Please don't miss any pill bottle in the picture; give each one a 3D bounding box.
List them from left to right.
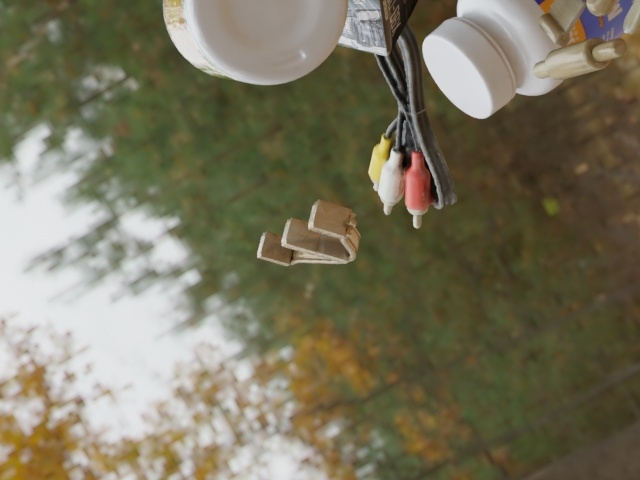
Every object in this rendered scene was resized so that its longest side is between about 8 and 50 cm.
[{"bbox_3d":[-0.065,-0.207,1.564,0.136,0.136,0.246,59,174,-11],"label":"pill bottle"},{"bbox_3d":[0.249,-0.256,1.974,0.152,0.272,0.152,45,161,20],"label":"pill bottle"}]

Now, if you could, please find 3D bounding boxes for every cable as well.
[{"bbox_3d":[0.106,-0.139,2.229,0.139,0.072,0.287,42,152,40],"label":"cable"}]

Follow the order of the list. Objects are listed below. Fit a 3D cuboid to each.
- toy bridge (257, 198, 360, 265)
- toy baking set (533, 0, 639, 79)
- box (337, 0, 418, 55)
[{"bbox_3d":[0.000,0.000,1.508,0.063,0.026,0.188,17,167,-14],"label":"toy bridge"},{"bbox_3d":[0.263,-0.245,1.636,0.030,0.196,0.256,16,177,-18],"label":"toy baking set"},{"bbox_3d":[0.065,-0.368,1.708,0.077,0.242,0.307,17,150,20],"label":"box"}]
